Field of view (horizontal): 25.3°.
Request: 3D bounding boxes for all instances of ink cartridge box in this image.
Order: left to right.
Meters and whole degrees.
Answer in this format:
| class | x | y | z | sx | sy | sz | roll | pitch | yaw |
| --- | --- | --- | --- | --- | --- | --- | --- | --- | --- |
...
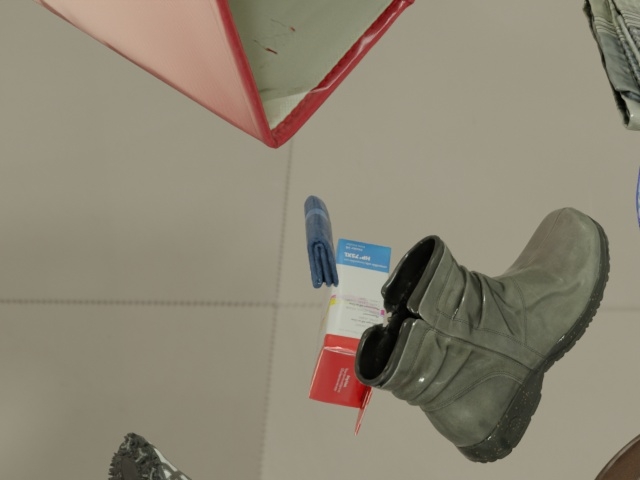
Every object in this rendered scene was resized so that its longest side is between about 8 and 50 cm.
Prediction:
| class | x | y | z | sx | sy | sz | roll | pitch | yaw |
| --- | --- | --- | --- | --- | --- | --- | --- | --- | --- |
| ink cartridge box | 0.038 | 0.130 | 1.925 | 0.078 | 0.134 | 0.231 | 11 | 52 | -3 |

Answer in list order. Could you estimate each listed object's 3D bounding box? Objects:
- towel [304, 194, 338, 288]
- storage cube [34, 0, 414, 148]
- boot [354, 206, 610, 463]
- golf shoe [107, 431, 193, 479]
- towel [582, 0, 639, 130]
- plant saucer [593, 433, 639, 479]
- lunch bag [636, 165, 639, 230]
| class | x | y | z | sx | sy | sz | roll | pitch | yaw |
| --- | --- | --- | --- | --- | --- | --- | --- | --- | --- |
| towel | 0.000 | 0.000 | 1.544 | 0.029 | 0.067 | 0.119 | -8 | 25 | 2 |
| storage cube | -0.047 | -0.191 | 0.549 | 0.193 | 0.215 | 0.184 | 33 | 70 | 26 |
| boot | 0.135 | 0.043 | 1.145 | 0.083 | 0.161 | 0.247 | 2 | 56 | 51 |
| golf shoe | -0.154 | 0.281 | 1.509 | 0.077 | 0.094 | 0.198 | -55 | 46 | 10 |
| towel | 0.549 | -0.254 | 2.013 | 0.324 | 0.056 | 0.312 | 2 | 44 | -8 |
| plant saucer | 0.417 | 0.294 | 1.684 | 0.310 | 0.310 | 0.050 | -43 | 103 | -7 |
| lunch bag | 0.497 | -0.035 | 1.927 | 0.096 | 0.129 | 0.151 | -29 | 107 | -23 |
